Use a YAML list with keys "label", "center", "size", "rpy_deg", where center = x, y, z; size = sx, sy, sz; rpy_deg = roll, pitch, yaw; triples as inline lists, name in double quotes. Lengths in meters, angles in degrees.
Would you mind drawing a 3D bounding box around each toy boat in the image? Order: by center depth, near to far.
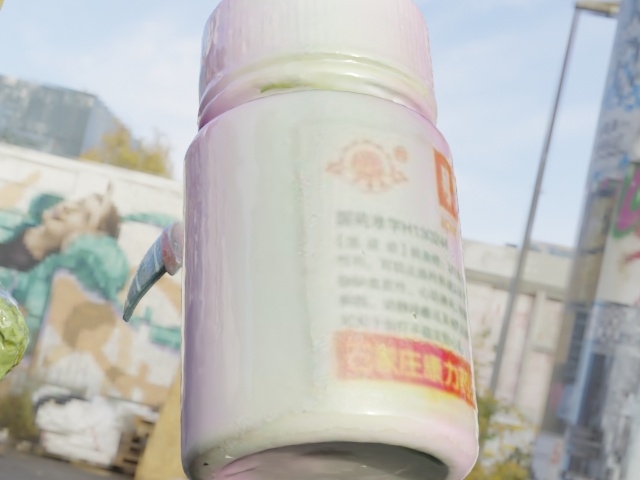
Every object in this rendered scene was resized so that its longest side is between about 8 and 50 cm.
- label: "toy boat"
  center: [-0.201, 0.037, 1.539]
  size: [0.034, 0.122, 0.096]
  rpy_deg: [33, 28, -26]

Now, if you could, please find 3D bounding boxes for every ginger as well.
- label: "ginger"
  center: [-0.330, 0.116, 1.207]
  size: [0.089, 0.137, 0.290]
  rpy_deg: [16, -41, -25]

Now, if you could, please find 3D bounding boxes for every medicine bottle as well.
- label: "medicine bottle"
  center: [0.000, 0.000, 1.030]
  size: [0.219, 0.388, 0.219]
  rpy_deg: [-2, -28, -1]

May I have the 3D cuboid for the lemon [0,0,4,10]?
- label: "lemon"
  center: [-0.310, -0.217, 1.128]
  size: [0.082, 0.110, 0.082]
  rpy_deg: [-5, -39, -4]
